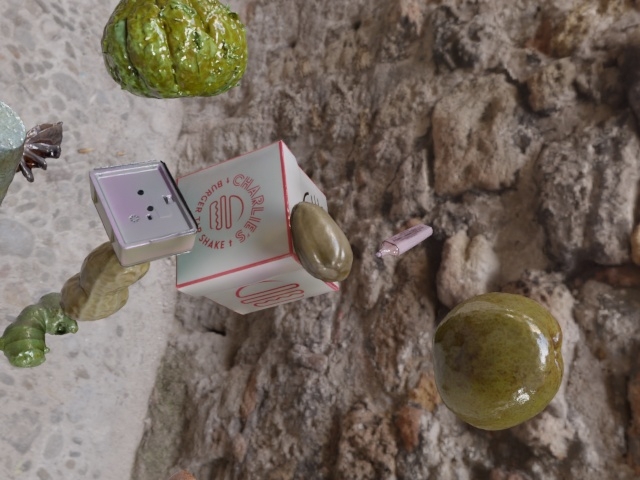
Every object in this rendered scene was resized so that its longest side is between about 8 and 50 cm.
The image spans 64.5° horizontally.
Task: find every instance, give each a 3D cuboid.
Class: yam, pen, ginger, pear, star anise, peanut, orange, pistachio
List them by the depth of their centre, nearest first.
[{"bbox_3d":[0.307,0.200,0.865,0.188,0.211,0.228,16,61,-36],"label":"pear"},{"bbox_3d":[-0.300,-0.399,1.027,0.301,0.300,0.223,-75,159,-70],"label":"orange"},{"bbox_3d":[0.000,0.000,1.034,0.126,0.108,0.185,-23,80,-50],"label":"pistachio"},{"bbox_3d":[-0.706,-0.129,1.042,0.133,0.330,0.133,28,26,-15],"label":"yam"},{"bbox_3d":[-0.487,0.093,1.152,0.136,0.298,0.120,24,42,-34],"label":"peanut"},{"bbox_3d":[0.192,0.003,1.194,0.197,0.053,0.032,-26,130,-40],"label":"pen"},{"bbox_3d":[-0.747,-0.219,1.256,0.110,0.198,0.257,109,-6,-55],"label":"star anise"},{"bbox_3d":[-0.692,0.214,1.269,0.137,0.089,0.290,38,15,-8],"label":"ginger"}]

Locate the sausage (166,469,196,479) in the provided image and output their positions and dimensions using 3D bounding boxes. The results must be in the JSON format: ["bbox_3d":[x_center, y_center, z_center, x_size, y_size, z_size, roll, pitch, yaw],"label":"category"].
[{"bbox_3d":[-0.412,0.669,1.212,0.289,0.086,0.086,-33,112,-44],"label":"sausage"}]

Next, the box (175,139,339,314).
[{"bbox_3d":[-0.156,-0.013,1.298,0.300,0.312,0.314,44,34,-58],"label":"box"}]

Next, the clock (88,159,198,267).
[{"bbox_3d":[-0.332,-0.055,0.946,0.147,0.071,0.192,-16,59,-32],"label":"clock"}]
